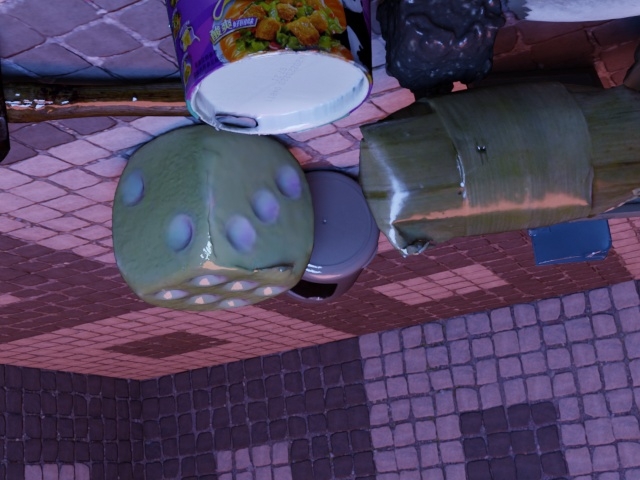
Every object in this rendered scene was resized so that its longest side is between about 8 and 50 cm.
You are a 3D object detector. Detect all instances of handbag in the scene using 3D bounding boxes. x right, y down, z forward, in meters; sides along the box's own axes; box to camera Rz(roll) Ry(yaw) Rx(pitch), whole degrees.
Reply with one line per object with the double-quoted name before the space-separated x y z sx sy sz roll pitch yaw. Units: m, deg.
"handbag" 0.446 -0.067 1.636 0.144 0.221 0.057 -8 163 7

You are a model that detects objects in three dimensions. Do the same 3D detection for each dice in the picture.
"dice" -0.174 -0.032 1.452 0.254 0.250 0.252 -22 158 38

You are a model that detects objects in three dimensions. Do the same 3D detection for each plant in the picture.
"plant" 0.139 -0.244 1.067 0.131 0.142 0.203 -12 177 -11

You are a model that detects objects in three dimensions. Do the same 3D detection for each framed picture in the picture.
"framed picture" 0.337 -0.140 1.267 0.209 0.281 0.019 -6 146 -8

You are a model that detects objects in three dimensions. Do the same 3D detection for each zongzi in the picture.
"zongzi" 0.262 -0.107 1.134 0.447 0.181 0.418 -7 -175 -2

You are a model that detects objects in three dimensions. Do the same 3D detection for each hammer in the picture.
"hammer" -0.307 -0.184 1.186 0.408 0.095 0.242 -3 163 -19

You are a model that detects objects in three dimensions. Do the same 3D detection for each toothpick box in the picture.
"toothpick box" 0.000 0.000 1.738 0.229 0.229 0.316 -5 165 -6

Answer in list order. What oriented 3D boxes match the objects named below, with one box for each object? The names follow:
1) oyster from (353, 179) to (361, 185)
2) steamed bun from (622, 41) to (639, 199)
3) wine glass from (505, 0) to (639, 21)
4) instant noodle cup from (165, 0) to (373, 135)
"oyster" 0.096 -0.116 1.686 0.054 0.019 0.083 11 158 -43
"steamed bun" 0.524 -0.209 1.154 0.346 0.237 0.394 -30 177 0
"wine glass" 0.299 -0.317 0.751 0.323 0.238 0.238 -19 162 5
"instant noodle cup" -0.052 -0.233 0.937 0.251 0.190 0.251 -7 163 -2
